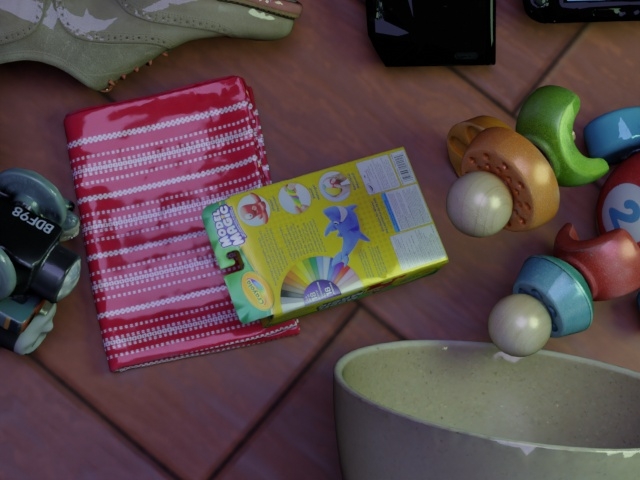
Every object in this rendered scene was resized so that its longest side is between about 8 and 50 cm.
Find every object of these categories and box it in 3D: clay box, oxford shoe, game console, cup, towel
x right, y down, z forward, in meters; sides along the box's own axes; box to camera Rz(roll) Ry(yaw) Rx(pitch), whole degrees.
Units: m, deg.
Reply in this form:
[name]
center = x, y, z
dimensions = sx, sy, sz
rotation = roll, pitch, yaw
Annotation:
[clay box]
center = 0.000, 0.000, 1.472
dimensions = 0.222, 0.053, 0.127
rotation = -17, 77, -18
[oxford shoe]
center = -0.194, -0.216, 1.528
dimensions = 0.348, 0.123, 0.130
rotation = 4, 102, -2
[game console]
center = 0.224, -0.288, 1.535
dimensions = 0.361, 0.044, 0.213
rotation = -2, 100, -2
[cup]
center = 0.162, 0.243, 1.331
dimensions = 0.331, 0.331, 0.237
rotation = 7, 99, 0
[towel]
center = -0.141, -0.020, 1.507
dimensions = 0.198, 0.031, 0.275
rotation = -12, 77, -4

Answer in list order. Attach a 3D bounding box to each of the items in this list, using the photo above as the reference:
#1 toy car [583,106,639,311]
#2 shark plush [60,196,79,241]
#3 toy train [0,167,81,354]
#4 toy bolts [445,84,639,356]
[toy car]
center = 0.380, -0.056, 1.424
dimensions = 0.210, 0.238, 0.219
rotation = -14, 77, -5
[shark plush]
center = -0.310, -0.039, 1.486
dimensions = 0.161, 0.067, 0.073
rotation = 29, 77, 5
[toy train]
center = -0.385, -0.014, 1.421
dimensions = 0.333, 0.190, 0.142
rotation = 28, 47, 0
[toy bolts]
center = 0.177, -0.005, 1.433
dimensions = 0.158, 0.218, 0.229
rotation = -37, 108, -26
